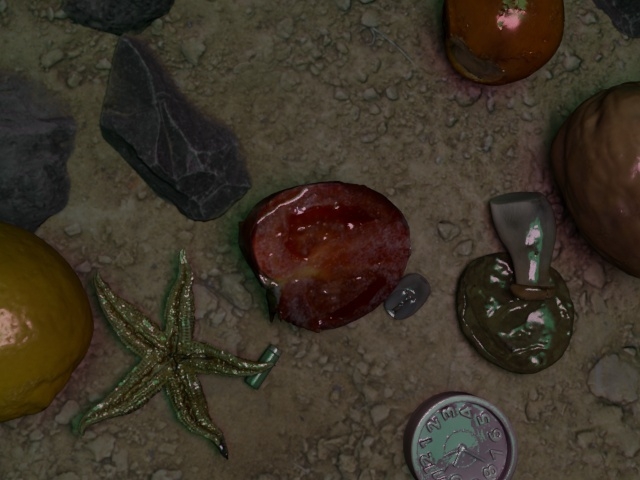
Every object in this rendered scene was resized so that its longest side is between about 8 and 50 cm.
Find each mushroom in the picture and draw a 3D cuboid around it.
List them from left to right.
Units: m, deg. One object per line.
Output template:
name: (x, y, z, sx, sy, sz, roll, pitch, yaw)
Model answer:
mushroom: (0.392, 0.005, 1.293, 0.116, 0.093, 0.225, -11, 75, 4)

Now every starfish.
starfish: (-0.253, 0.197, 1.223, 0.347, 0.078, 0.357, 16, 82, -3)

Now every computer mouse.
computer mouse: (0.164, 0.105, 1.293, 0.096, 0.039, 0.066, -44, 88, -8)

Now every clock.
clock: (0.254, 0.377, 1.253, 0.197, 0.068, 0.196, 1, 83, -5)

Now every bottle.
bottle: (-0.104, 0.230, 1.257, 0.030, 0.030, 0.083, 35, 80, 0)

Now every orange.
orange: (0.335, -0.410, 1.276, 0.240, 0.240, 0.239, 1, 83, -5)

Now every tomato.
tomato: (-0.005, 0.000, 1.229, 0.309, 0.170, 0.308, -11, 117, -22)

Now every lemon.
lemon: (-0.536, 0.128, 1.085, 0.348, 0.348, 0.347, 1, 83, -5)

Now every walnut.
walnut: (0.597, -0.112, 1.221, 0.382, 0.381, 0.381, 1, 83, -5)

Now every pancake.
pancake: (0.369, 0.130, 1.306, 0.242, 0.050, 0.241, 2, 75, -8)
